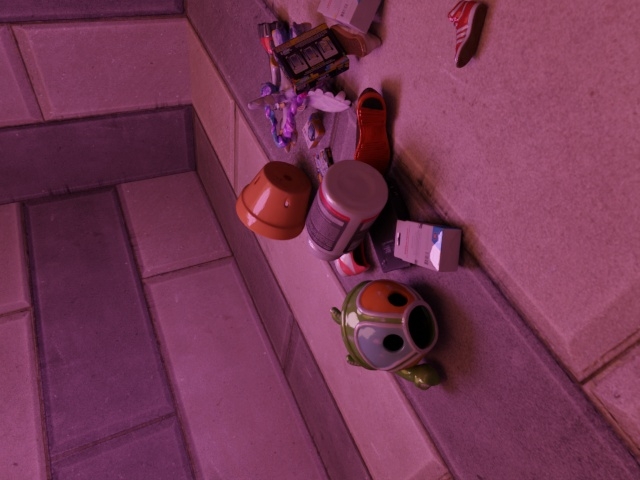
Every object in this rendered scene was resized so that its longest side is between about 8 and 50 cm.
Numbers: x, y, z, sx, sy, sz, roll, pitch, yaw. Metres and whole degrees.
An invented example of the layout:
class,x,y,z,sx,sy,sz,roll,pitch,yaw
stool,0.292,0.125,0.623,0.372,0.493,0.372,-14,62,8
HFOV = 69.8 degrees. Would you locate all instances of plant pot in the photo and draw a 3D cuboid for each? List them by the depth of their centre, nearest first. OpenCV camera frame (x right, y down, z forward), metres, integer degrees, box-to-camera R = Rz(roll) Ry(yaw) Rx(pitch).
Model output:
class,x,y,z,sx,sy,sz,roll,pitch,yaw
plant pot,-0.161,-0.171,1.796,0.290,0.291,0.203,60,136,32

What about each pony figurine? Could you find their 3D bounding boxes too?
class,x,y,z,sx,sy,sz,roll,pitch,yaw
pony figurine,-0.086,-0.482,1.451,0.351,0.303,0.363,-178,87,-77

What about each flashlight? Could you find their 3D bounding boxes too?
class,x,y,z,sx,sy,sz,roll,pitch,yaw
flashlight,-0.162,-0.648,1.706,0.103,0.103,0.303,20,129,39

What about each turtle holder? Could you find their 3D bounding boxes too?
class,x,y,z,sx,sy,sz,roll,pitch,yaw
turtle holder,0.194,0.263,1.246,0.228,0.244,0.320,-10,86,51

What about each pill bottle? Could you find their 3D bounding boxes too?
class,x,y,z,sx,sy,sz,roll,pitch,yaw
pill bottle,0.056,-0.066,1.295,0.176,0.177,0.318,66,155,22

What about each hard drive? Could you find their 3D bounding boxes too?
class,x,y,z,sx,sy,sz,roll,pitch,yaw
hard drive,0.192,-0.043,1.294,0.172,0.054,0.254,-29,77,67

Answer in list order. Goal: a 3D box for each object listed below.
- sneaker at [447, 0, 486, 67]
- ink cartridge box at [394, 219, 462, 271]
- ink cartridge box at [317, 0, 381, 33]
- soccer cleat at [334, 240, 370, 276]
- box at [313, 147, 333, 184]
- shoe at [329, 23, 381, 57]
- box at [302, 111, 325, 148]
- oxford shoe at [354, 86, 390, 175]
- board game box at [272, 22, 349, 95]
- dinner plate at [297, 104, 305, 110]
class,x,y,z,sx,sy,sz,roll,pitch,yaw
sneaker,0.274,-0.404,0.894,0.067,0.042,0.118,48,138,41
ink cartridge box,0.260,0.008,1.132,0.180,0.060,0.104,-158,70,-62
ink cartridge box,0.073,-0.607,1.170,0.181,0.062,0.104,50,119,46
soccer cleat,0.085,-0.040,1.514,0.116,0.109,0.318,-15,88,47
box,0.018,-0.248,1.610,0.094,0.027,0.136,-7,97,66
shoe,0.090,-0.543,1.237,0.219,0.058,0.076,54,171,49
box,-0.028,-0.386,1.636,0.136,0.028,0.081,-40,67,64
oxford shoe,0.141,-0.282,1.257,0.098,0.097,0.271,-88,-2,-53
board game box,-0.027,-0.505,1.278,0.141,0.170,0.048,61,176,13
dinner plate,-0.075,-0.542,1.662,0.141,0.017,0.141,166,90,-68
